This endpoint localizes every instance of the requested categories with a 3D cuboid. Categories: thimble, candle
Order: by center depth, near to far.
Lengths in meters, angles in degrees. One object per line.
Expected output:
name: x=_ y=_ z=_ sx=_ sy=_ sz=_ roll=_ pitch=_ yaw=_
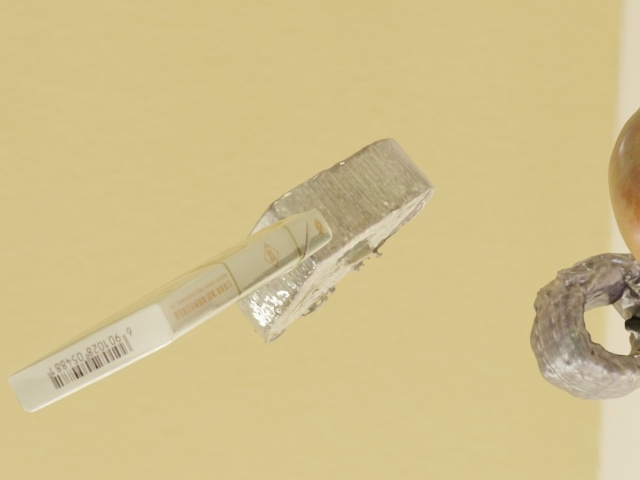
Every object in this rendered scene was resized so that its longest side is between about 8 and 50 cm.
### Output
candle: x=0.000 y=0.000 z=1.483 sx=0.068 sy=0.192 sz=0.168 roll=48 pitch=8 yaw=10
thimble: x=0.296 y=0.087 z=1.921 sx=0.098 sy=0.150 sz=0.150 roll=127 pitch=-44 yaw=-65

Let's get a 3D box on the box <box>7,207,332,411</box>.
box: x=-0.087 y=0.040 z=1.151 sx=0.122 sy=0.220 sz=0.032 roll=-28 pitch=-88 yaw=29

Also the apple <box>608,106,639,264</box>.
apple: x=0.323 y=-0.038 z=1.443 sx=0.188 sy=0.174 sz=0.188 roll=-19 pitch=-130 yaw=25
